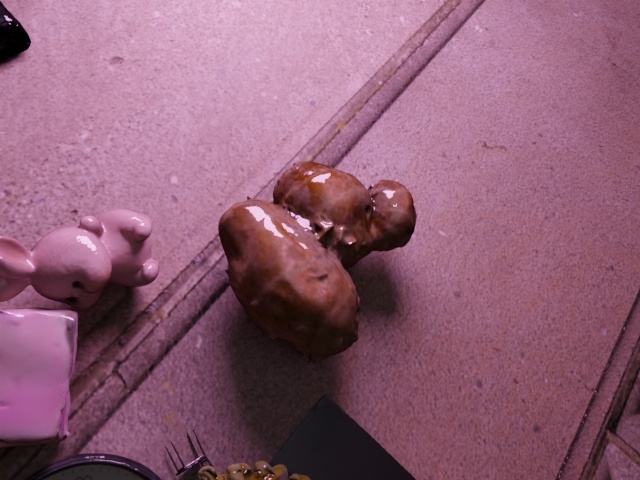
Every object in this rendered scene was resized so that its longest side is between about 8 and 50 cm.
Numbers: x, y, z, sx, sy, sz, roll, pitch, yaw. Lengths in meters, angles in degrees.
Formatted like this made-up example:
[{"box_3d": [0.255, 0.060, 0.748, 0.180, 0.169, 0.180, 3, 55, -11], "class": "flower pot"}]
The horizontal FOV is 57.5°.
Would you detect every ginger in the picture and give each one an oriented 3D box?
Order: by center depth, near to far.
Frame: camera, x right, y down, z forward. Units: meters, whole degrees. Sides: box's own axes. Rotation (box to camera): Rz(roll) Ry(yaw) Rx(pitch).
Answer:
[{"box_3d": [0.000, 0.000, 0.816, 0.244, 0.155, 0.304, 39, 63, -1], "class": "ginger"}]

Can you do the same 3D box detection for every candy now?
[{"box_3d": [-0.408, 0.149, 0.634, 0.265, 0.116, 0.155, 3, 69, -19], "class": "candy"}]

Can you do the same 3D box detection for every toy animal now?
[{"box_3d": [-0.299, 0.036, 0.695, 0.212, 0.124, 0.124, -29, 82, -49], "class": "toy animal"}]

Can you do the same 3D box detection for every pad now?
[{"box_3d": [0.044, 0.350, 0.786, 0.243, 0.004, 0.163, 44, 63, -1], "class": "pad"}]

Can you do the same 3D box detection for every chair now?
[{"box_3d": [-0.155, 0.281, 0.721, 0.042, 0.037, 0.086, -29, 78, -38], "class": "chair"}]

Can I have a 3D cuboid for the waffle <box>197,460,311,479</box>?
[{"box_3d": [-0.076, 0.375, 0.689, 0.208, 0.054, 0.214, 19, 67, -26], "class": "waffle"}]

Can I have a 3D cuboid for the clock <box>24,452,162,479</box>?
[{"box_3d": [-0.262, 0.355, 0.649, 0.226, 0.049, 0.226, 7, 69, -18], "class": "clock"}]

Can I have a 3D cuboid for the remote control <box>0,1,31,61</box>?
[{"box_3d": [-0.588, -0.230, 0.740, 0.399, 0.062, 0.144, -38, 87, -26], "class": "remote control"}]
